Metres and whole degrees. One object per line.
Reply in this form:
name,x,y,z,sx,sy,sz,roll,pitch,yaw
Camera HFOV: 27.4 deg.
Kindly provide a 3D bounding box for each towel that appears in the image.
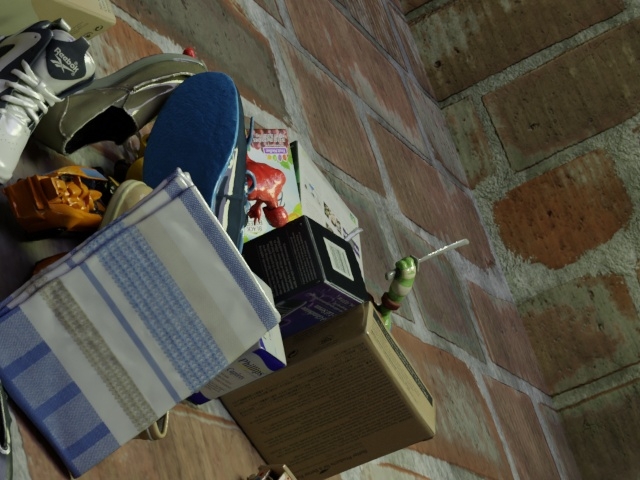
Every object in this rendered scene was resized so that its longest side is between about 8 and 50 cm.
towel,-0.199,0.086,1.373,0.209,0.285,0.034,57,-14,-19

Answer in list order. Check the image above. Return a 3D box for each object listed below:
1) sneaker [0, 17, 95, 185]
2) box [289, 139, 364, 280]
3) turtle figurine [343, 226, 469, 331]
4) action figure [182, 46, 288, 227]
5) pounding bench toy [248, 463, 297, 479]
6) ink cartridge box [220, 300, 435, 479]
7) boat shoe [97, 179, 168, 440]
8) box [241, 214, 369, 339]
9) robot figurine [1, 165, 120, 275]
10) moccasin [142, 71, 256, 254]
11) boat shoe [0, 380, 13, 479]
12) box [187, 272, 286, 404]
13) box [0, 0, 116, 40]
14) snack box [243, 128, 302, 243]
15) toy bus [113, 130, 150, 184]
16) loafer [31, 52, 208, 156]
sneaker,-0.330,-0.173,1.500,0.094,0.153,0.235,51,22,-32
box,0.000,0.000,2.365,0.232,0.058,0.322,52,20,-35
turtle figurine,0.046,0.045,2.092,0.198,0.274,0.266,34,5,33
action figure,-0.144,-0.113,1.803,0.091,0.139,0.280,-25,72,-42
pounding bench toy,-0.076,0.333,1.705,0.052,0.083,0.065,55,51,-19
ink cartridge box,0.012,0.217,1.801,0.193,0.235,0.088,57,20,-23
boat shoe,-0.197,0.077,1.450,0.104,0.089,0.285,-1,96,-70
box,-0.062,0.068,1.840,0.153,0.207,0.108,30,39,-59
robot figurine,-0.259,0.003,1.566,0.291,0.085,0.211,0,71,-70
moccasin,-0.153,-0.036,1.598,0.117,0.138,0.342,53,42,-61
boat shoe,-0.316,0.167,1.119,0.113,0.127,0.340,37,33,-57
box,-0.126,0.124,1.695,0.072,0.137,0.126,43,27,-51
box,-0.391,-0.327,1.587,0.148,0.121,0.311,68,18,9
snack box,-0.127,-0.072,1.909,0.207,0.070,0.174,-4,81,-45
toy bus,-0.216,-0.069,1.749,0.104,0.202,0.191,-23,94,-42
loafer,-0.243,-0.159,1.641,0.087,0.251,0.094,53,-31,27
